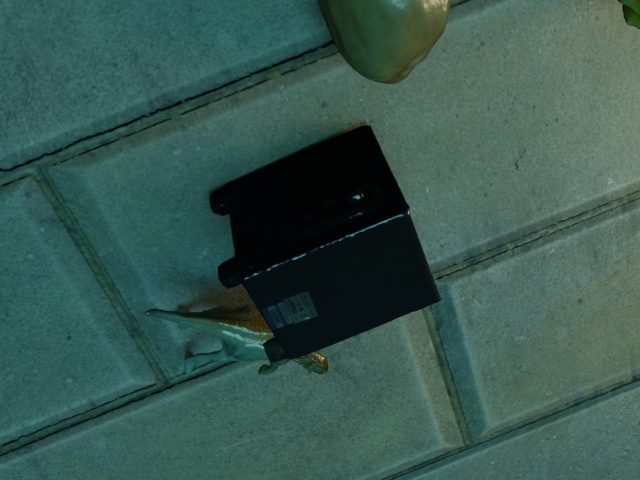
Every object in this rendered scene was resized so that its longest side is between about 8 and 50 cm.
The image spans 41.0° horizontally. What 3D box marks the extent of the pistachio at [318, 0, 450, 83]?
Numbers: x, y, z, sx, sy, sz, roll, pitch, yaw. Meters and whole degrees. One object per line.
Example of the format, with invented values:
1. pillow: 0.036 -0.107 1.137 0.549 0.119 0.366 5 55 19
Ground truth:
1. pistachio: 0.072 -0.318 1.025 0.162 0.181 0.293 -44 138 -32

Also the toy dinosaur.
1. toy dinosaur: -0.141 0.139 1.280 0.205 0.092 0.393 -5 152 23

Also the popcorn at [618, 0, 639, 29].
1. popcorn: 0.452 -0.373 1.056 0.225 0.249 0.249 28 118 9

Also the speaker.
1. speaker: 0.000 0.000 1.174 0.254 0.232 0.184 -22 126 5
